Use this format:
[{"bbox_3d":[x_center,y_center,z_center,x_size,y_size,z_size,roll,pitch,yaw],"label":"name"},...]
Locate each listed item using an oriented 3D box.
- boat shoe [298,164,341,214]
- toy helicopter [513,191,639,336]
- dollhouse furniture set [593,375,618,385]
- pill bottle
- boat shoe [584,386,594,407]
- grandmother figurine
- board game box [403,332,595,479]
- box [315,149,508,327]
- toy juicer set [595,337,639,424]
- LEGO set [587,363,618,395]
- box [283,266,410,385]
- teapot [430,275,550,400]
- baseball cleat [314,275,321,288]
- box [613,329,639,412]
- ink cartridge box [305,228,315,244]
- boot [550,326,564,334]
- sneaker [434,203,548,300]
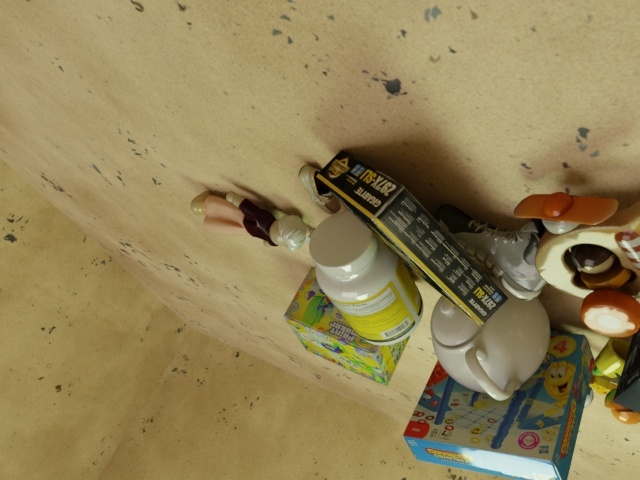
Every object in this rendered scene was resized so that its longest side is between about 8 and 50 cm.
[{"bbox_3d":[0.006,-0.100,1.221,0.045,0.050,0.135,13,154,47],"label":"boat shoe"},{"bbox_3d":[0.421,-0.026,0.811,0.235,0.140,0.355,32,147,2],"label":"toy helicopter"},{"bbox_3d":[0.688,0.368,1.378,0.114,0.081,0.091,14,154,34],"label":"dollhouse furniture set"},{"bbox_3d":[0.102,0.086,1.331,0.188,0.187,0.334,14,153,34],"label":"pill bottle"},{"bbox_3d":[0.643,0.390,1.511,0.076,0.083,0.226,18,170,-4],"label":"boat shoe"},{"bbox_3d":[-0.170,-0.041,1.510,0.343,0.104,0.208,15,163,39],"label":"grandmother figurine"},{"bbox_3d":[0.369,0.325,1.217,0.308,0.302,0.086,-5,126,40],"label":"board game box"},{"bbox_3d":[0.159,-0.009,1.063,0.322,0.079,0.257,42,-177,-30],"label":"box"},{"bbox_3d":[0.695,0.328,1.129,0.329,0.209,0.089,27,130,2],"label":"toy juicer set"},{"bbox_3d":[0.594,0.294,1.324,0.093,0.087,0.227,31,157,-7],"label":"LEGO set"},{"bbox_3d":[0.086,0.257,1.745,0.290,0.177,0.279,20,157,23],"label":"box"},{"bbox_3d":[0.309,0.171,1.169,0.187,0.252,0.256,32,165,-29],"label":"teapot"},{"bbox_3d":[0.077,0.111,1.603,0.206,0.072,0.109,16,142,18],"label":"baseball cleat"},{"bbox_3d":[0.601,0.214,1.039,0.093,0.158,0.156,21,156,20],"label":"box"},{"bbox_3d":[0.000,0.000,1.479,0.083,0.028,0.048,19,156,23],"label":"ink cartridge box"},{"bbox_3d":[0.484,0.212,1.297,0.190,0.069,0.086,19,161,27],"label":"boot"},{"bbox_3d":[0.316,-0.015,1.020,0.229,0.086,0.132,42,132,12],"label":"sneaker"}]
